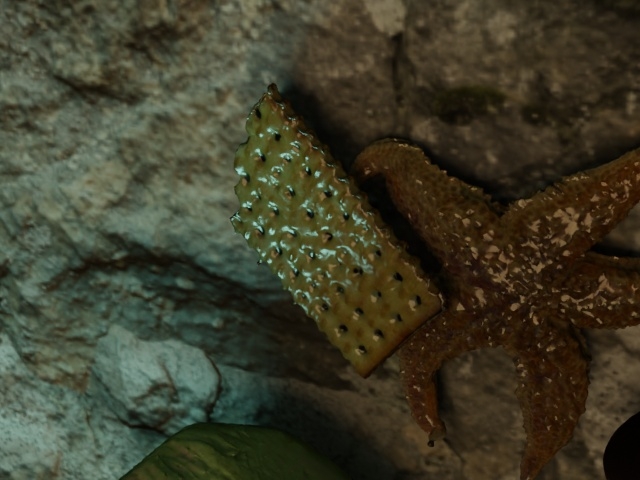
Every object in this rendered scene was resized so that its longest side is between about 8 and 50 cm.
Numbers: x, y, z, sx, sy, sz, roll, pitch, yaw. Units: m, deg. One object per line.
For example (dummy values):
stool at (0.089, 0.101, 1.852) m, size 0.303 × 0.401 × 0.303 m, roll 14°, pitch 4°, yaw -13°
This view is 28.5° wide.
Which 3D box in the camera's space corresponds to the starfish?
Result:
starfish at (0.159, 0.039, 0.880) m, size 0.302 × 0.060 × 0.299 m, roll -23°, pitch 102°, yaw 31°

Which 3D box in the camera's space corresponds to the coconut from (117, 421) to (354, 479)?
coconut at (-0.061, 0.316, 0.986) m, size 0.328 × 0.328 × 0.281 m, roll 41°, pitch 153°, yaw 0°

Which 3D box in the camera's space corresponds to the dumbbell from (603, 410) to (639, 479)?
dumbbell at (0.289, 0.223, 0.873) m, size 0.140 × 0.124 × 0.225 m, roll -9°, pitch 110°, yaw 34°

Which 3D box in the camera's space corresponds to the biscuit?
biscuit at (-0.001, 0.000, 0.927) m, size 0.203 × 0.016 × 0.144 m, roll 50°, pitch 140°, yaw 8°
